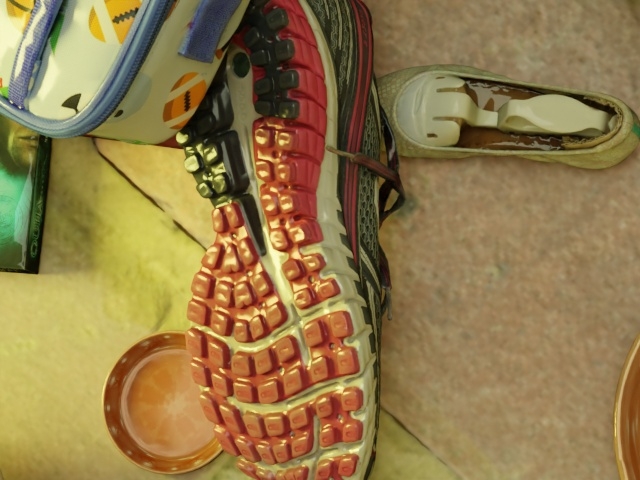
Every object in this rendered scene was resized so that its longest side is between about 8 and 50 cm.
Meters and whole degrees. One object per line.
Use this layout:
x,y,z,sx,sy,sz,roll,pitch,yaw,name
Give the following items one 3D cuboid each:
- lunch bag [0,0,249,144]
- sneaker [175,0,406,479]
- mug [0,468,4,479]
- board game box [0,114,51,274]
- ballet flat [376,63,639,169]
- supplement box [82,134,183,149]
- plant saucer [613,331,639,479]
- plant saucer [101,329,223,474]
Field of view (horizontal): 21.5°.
-0.112,-0.212,0.864,0.243,0.115,0.303,32,105,28,lunch bag
0.000,0.000,0.926,0.121,0.112,0.299,1,96,39,sneaker
-0.318,0.242,0.888,0.374,0.276,0.328,-8,71,40,mug
-0.256,-0.047,1.027,0.186,0.026,0.126,3,81,11,board game box
0.096,-0.074,0.950,0.168,0.052,0.057,4,83,12,ballet flat
-0.103,-0.154,0.988,0.104,0.081,0.188,8,82,12,supplement box
0.257,0.102,0.898,0.200,0.037,0.200,-2,81,10,plant saucer
-0.085,0.094,0.977,0.083,0.013,0.083,-2,81,11,plant saucer
